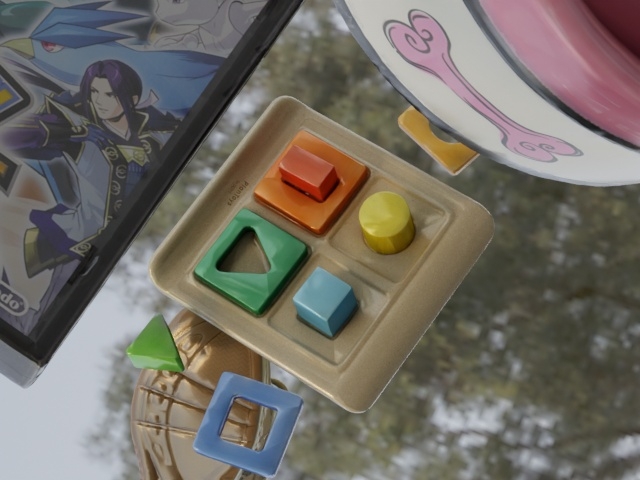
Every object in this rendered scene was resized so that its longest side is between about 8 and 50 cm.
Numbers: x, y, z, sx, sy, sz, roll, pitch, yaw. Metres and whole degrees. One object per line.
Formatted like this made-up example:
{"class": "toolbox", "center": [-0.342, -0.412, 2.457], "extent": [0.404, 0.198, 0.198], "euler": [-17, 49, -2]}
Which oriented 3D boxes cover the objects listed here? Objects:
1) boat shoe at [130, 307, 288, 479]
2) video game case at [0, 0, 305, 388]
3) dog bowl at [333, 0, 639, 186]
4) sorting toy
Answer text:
{"class": "boat shoe", "center": [-0.087, 0.159, 1.403], "extent": [0.089, 0.105, 0.285], "euler": [-39, -33, -56]}
{"class": "video game case", "center": [-0.163, -0.113, 0.728], "extent": [0.248, 0.275, 0.035], "euler": [-58, 6, -35]}
{"class": "dog bowl", "center": [0.194, -0.219, 0.879], "extent": [0.408, 0.150, 0.408], "euler": [-5, -79, -23]}
{"class": "sorting toy", "center": [0.000, 0.000, 1.300], "extent": [0.347, 0.196, 0.047], "euler": [-53, -18, -16]}
